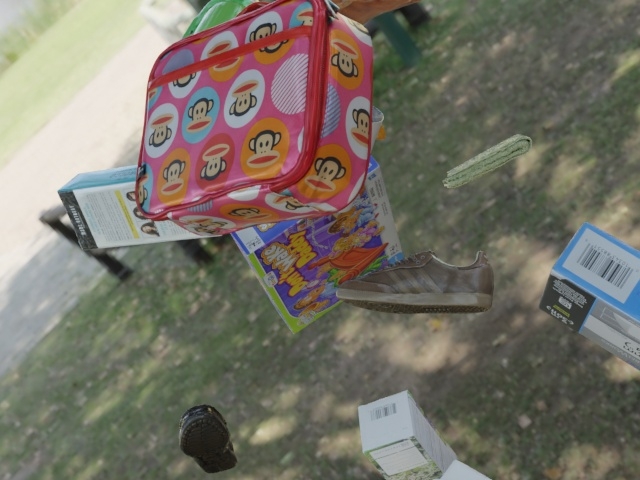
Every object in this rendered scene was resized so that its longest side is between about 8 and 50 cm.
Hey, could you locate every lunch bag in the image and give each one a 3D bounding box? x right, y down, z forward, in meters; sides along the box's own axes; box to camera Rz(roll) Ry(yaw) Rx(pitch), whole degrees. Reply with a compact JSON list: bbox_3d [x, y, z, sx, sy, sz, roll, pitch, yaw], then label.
[{"bbox_3d":[-0.074,-0.148,1.183,0.293,0.120,0.258,-11,67,42],"label":"lunch bag"}]

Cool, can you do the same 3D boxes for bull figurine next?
[{"bbox_3d":[0.054,-0.452,1.896,0.310,0.188,0.101,-12,28,46],"label":"bull figurine"}]

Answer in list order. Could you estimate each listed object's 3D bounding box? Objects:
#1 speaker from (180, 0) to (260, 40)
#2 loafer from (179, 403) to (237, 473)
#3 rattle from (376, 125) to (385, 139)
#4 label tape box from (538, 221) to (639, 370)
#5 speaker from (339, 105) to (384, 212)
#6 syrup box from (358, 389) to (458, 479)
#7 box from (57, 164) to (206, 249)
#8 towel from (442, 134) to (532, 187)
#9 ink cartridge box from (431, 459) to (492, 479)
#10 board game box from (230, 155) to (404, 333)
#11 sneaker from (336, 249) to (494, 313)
[{"bbox_3d":[-0.176,-0.315,1.837,0.131,0.131,0.296,-26,28,30],"label":"speaker"},{"bbox_3d":[-0.191,0.316,1.767,0.080,0.220,0.078,-14,59,-5],"label":"loafer"},{"bbox_3d":[0.013,-0.193,1.965,0.130,0.142,0.199,-20,19,33],"label":"rattle"},{"bbox_3d":[0.492,0.121,1.763,0.106,0.241,0.333,-54,-16,-12],"label":"label tape box"},{"bbox_3d":[0.033,-0.105,1.339,0.055,0.055,0.136,-85,12,-59],"label":"speaker"},{"bbox_3d":[0.157,0.365,1.822,0.093,0.237,0.096,-21,44,16],"label":"syrup box"},{"bbox_3d":[-0.243,-0.052,1.503,0.244,0.100,0.060,-5,28,27],"label":"box"},{"bbox_3d":[0.257,-0.121,1.665,0.148,0.027,0.110,-29,5,7],"label":"towel"},{"bbox_3d":[0.208,0.431,1.386,0.353,0.119,0.207,24,64,41],"label":"ink cartridge box"},{"bbox_3d":[0.000,0.000,1.698,0.233,0.347,0.078,-34,65,-5],"label":"board game box"},{"bbox_3d":[0.113,0.047,1.269,0.188,0.066,0.071,1,74,19],"label":"sneaker"}]
